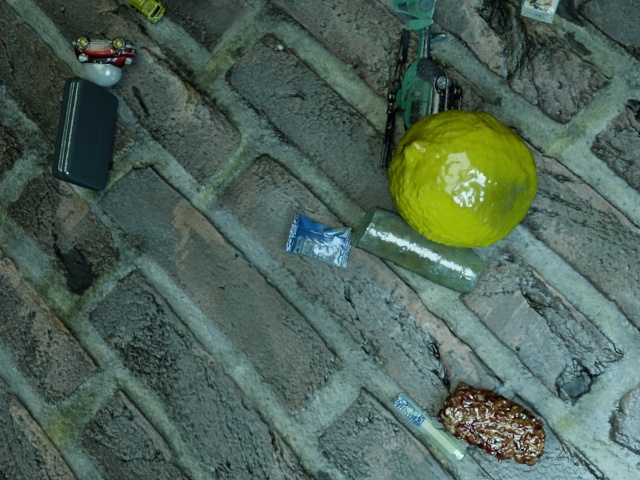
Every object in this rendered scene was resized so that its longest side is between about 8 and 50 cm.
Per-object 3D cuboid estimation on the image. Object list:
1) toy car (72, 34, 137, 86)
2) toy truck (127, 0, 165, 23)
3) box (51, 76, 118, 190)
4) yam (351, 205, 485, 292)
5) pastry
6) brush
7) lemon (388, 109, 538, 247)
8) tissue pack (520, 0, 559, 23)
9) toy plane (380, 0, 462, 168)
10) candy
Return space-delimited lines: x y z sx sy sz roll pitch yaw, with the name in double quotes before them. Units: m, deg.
"toy car" -0.496 -0.410 1.879 0.139 0.112 0.112 2 97 4
"toy truck" -0.404 -0.545 1.895 0.083 0.054 0.049 38 91 15
"box" -0.525 -0.235 1.822 0.050 0.160 0.230 4 83 20
"yam" 0.199 0.017 1.649 0.259 0.106 0.106 23 87 -6
"pastry" 0.332 0.354 1.569 0.209 0.097 0.115 20 93 16
"brush" 0.215 0.374 1.630 0.178 0.030 0.033 42 83 15
"lemon" 0.276 -0.114 1.558 0.322 0.268 0.268 18 85 -29
"tissue pack" 0.465 -0.508 1.687 0.074 0.059 0.094 21 86 17
"toy plane" 0.211 -0.334 1.703 0.155 0.106 0.381 3 88 25
"candy" 0.000 -0.001 1.731 0.136 0.038 0.088 15 89 5
